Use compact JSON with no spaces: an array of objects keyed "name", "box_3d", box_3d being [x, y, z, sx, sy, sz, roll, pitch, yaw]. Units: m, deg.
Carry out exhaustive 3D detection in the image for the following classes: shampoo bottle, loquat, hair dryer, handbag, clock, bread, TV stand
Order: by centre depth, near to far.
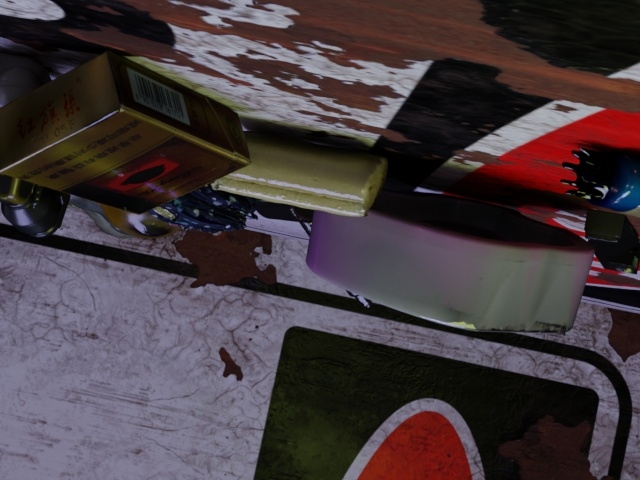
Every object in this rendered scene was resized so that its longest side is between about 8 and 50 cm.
[{"name":"shampoo bottle","box_3d":[0.300,-0.042,1.116,0.183,0.050,0.087,13,179,-19]},{"name":"bread","box_3d":[-0.021,-0.076,1.397,0.178,0.060,0.139,11,-163,12]},{"name":"clock","box_3d":[0.153,0.014,1.518,0.338,0.102,0.338,12,-169,-2]},{"name":"TV stand","box_3d":[0.382,0.003,1.631,0.049,0.040,0.256,11,173,20]},{"name":"handbag","box_3d":[-0.189,-0.081,1.693,0.162,0.113,0.260,2,164,33]},{"name":"hair dryer","box_3d":[0.001,0.000,1.837,0.114,0.070,0.248,7,140,56]},{"name":"loquat","box_3d":[-0.257,-0.071,1.888,0.163,0.137,0.163,-6,-176,0]}]

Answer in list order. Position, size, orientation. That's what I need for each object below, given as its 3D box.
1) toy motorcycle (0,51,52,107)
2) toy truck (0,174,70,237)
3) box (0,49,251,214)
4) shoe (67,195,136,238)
[{"name":"toy motorcycle","box_3d":[-0.355,-0.145,1.299,0.223,0.108,0.340,1,172,27]},{"name":"toy truck","box_3d":[-0.432,-0.095,1.842,0.147,0.165,0.224,11,175,10]},{"name":"box","box_3d":[-0.197,-0.098,1.250,0.159,0.071,0.240,-25,161,20]},{"name":"shoe","box_3d":[-0.317,-0.087,2.082,0.171,0.132,0.336,0,169,25]}]
